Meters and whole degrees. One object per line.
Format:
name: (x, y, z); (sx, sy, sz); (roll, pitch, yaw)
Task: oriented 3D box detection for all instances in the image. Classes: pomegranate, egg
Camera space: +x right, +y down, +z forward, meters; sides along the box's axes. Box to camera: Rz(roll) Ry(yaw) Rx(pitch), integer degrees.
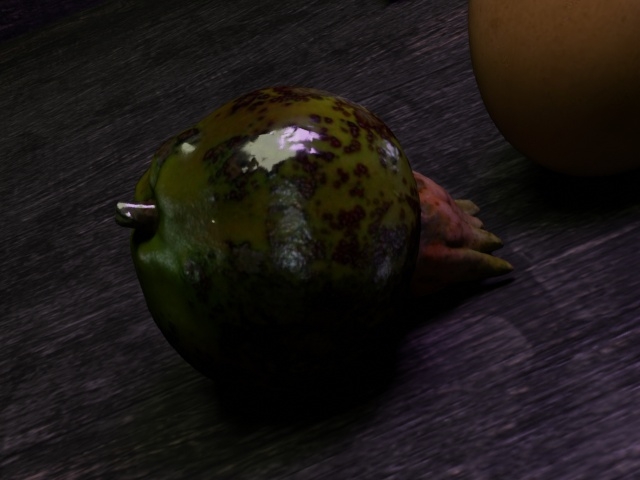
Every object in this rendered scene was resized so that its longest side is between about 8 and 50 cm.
pomegranate: (-0.002, -0.017, 0.762); (0.277, 0.203, 0.222); (-29, 10, -24)
egg: (0.247, -0.205, 0.864); (0.250, 0.250, 0.322); (15, 79, 53)
